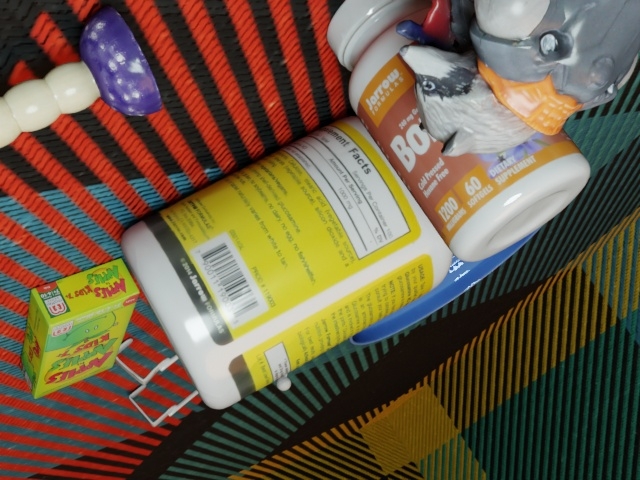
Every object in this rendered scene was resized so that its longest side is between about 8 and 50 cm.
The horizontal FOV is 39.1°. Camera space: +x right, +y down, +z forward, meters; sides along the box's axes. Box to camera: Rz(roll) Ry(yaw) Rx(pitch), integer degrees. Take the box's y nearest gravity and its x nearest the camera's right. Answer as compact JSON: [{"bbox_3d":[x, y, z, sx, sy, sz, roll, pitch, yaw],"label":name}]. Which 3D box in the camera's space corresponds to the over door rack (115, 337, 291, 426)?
[{"bbox_3d":[-0.100,0.148,1.208,0.324,0.108,0.239,-27,161,-18],"label":"over door rack"}]

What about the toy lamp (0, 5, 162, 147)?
[{"bbox_3d":[-0.230,-0.050,0.516,0.275,0.080,0.080,-30,162,-16],"label":"toy lamp"}]

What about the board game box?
[{"bbox_3d":[-0.247,0.093,0.913,0.092,0.043,0.181,-22,159,-32],"label":"board game box"}]

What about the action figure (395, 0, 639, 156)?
[{"bbox_3d":[0.131,-0.192,0.498,0.341,0.178,0.330,7,121,-35],"label":"action figure"}]

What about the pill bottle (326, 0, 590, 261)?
[{"bbox_3d":[0.098,-0.101,0.700,0.121,0.216,0.121,-30,162,-11],"label":"pill bottle"}]

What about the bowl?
[{"bbox_3d":[0.188,0.018,1.382,0.391,0.077,0.391,-31,162,-11],"label":"bowl"}]

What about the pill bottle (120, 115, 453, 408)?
[{"bbox_3d":[0.000,0.000,0.849,0.334,0.188,0.188,-28,162,-12],"label":"pill bottle"}]
